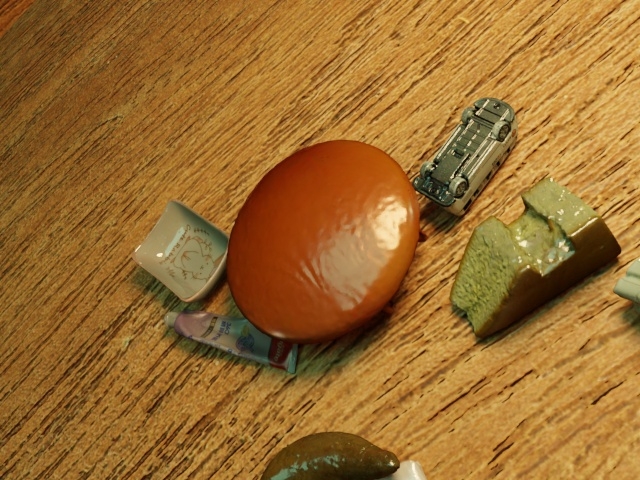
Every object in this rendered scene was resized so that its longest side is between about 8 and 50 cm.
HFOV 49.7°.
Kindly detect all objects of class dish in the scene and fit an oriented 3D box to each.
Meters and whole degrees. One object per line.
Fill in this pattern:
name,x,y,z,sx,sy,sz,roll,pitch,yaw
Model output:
dish,-0.254,0.028,1.351,0.212,0.077,0.151,31,84,38

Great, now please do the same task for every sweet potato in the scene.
sweet potato,-0.019,0.359,1.036,0.310,0.098,0.124,-37,53,16

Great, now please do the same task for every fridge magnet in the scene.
fridge magnet,0.000,0.000,1.157,0.364,0.155,0.363,-14,62,27

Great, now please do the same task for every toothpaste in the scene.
toothpaste,-0.166,0.169,1.250,0.301,0.048,0.075,8,67,31

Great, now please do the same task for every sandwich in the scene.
sandwich,0.287,0.031,0.988,0.236,0.128,0.122,-39,45,10

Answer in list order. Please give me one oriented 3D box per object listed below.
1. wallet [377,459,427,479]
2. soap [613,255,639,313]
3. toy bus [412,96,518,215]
wallet,0.130,0.403,0.963,0.095,0.033,0.190,-33,55,13
soap,0.462,0.052,0.836,0.119,0.067,0.198,-53,12,1
toy bus,0.242,-0.132,1.113,0.087,0.089,0.194,36,89,39
